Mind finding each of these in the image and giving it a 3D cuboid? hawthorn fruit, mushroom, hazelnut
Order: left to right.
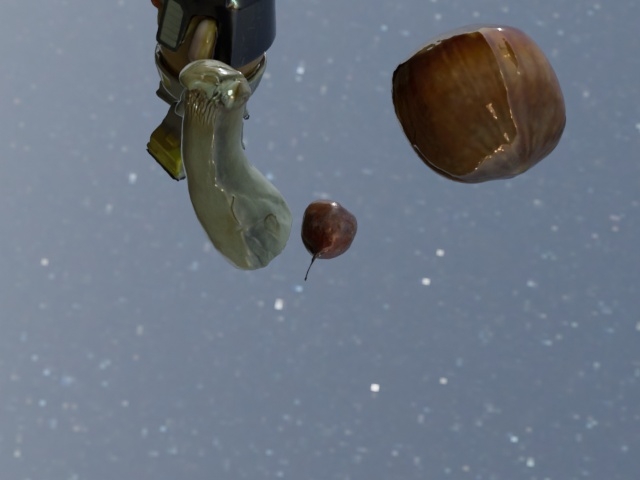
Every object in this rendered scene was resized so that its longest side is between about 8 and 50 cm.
[{"bbox_3d":[-0.094,-0.077,1.435,0.081,0.092,0.223,-86,163,-58],"label":"mushroom"},{"bbox_3d":[0.000,0.000,1.650,0.067,0.067,0.103,-41,-164,53],"label":"hawthorn fruit"},{"bbox_3d":[0.144,-0.121,1.305,0.150,0.150,0.150,-33,-128,57],"label":"hazelnut"}]

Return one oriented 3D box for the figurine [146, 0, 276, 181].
[{"bbox_3d":[-0.124,-0.229,1.631,0.308,0.143,0.308,177,-90,-71],"label":"figurine"}]
